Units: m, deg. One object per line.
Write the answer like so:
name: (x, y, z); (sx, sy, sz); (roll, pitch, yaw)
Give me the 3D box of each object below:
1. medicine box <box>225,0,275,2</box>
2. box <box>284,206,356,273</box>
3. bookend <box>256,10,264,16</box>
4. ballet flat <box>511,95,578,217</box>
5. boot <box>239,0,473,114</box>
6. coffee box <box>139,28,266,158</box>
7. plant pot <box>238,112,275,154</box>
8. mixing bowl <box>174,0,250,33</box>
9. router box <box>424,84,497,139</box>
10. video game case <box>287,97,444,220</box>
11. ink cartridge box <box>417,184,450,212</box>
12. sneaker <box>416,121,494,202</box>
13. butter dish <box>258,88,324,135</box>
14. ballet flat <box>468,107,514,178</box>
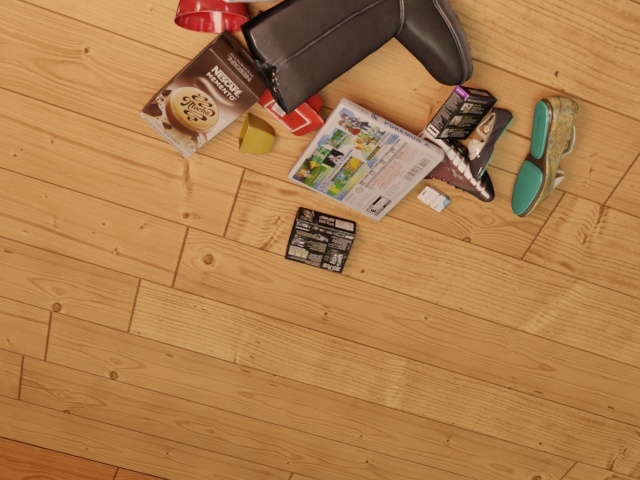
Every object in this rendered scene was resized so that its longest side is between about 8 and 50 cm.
medicine box: (-0.204, -0.671, 1.284); (0.289, 0.149, 0.264); (36, 126, 25)
box: (0.000, 0.000, 1.837); (0.180, 0.078, 0.147); (14, 123, -5)
bookend: (-0.059, -0.482, 1.514); (0.157, 0.156, 0.072); (45, 127, 28)
ballet flat: (0.598, -0.211, 1.644); (0.123, 0.123, 0.349); (4, 124, 1)
boot: (0.091, -0.415, 1.395); (0.445, 0.146, 0.367); (-36, 108, -15)
coffee box: (-0.289, -0.361, 1.562); (0.297, 0.119, 0.168); (-30, 117, 35)
plant pot: (-0.167, -0.277, 1.667); (0.083, 0.082, 0.081); (15, 124, -19)
mixing bowl: (-0.251, -0.554, 1.451); (0.181, 0.181, 0.098); (-1, 94, 4)
router box: (0.353, -0.314, 1.556); (0.046, 0.178, 0.133); (49, 122, 21)
video game case: (0.110, -0.200, 1.650); (0.299, 0.036, 0.329); (24, 144, -15)
ink cartridge box: (0.318, -0.122, 1.764); (0.083, 0.028, 0.048); (32, 120, -16)
sneaker: (0.335, -0.184, 1.694); (0.281, 0.106, 0.162); (44, 126, -17)
butter dish: (-0.058, -0.361, 1.587); (0.160, 0.118, 0.160); (38, 159, -20)
ballet flat: (0.421, -0.256, 1.604); (0.074, 0.074, 0.203); (33, 82, -17)
